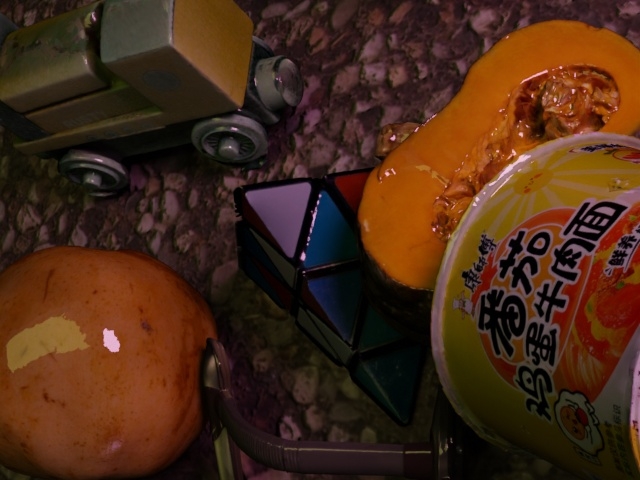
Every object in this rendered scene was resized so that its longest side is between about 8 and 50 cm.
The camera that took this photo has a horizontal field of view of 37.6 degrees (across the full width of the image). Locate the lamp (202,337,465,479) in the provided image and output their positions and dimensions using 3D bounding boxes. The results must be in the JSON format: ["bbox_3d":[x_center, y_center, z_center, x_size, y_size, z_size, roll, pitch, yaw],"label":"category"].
[{"bbox_3d":[0.003,0.214,0.850,0.283,0.203,0.124,5,27,22],"label":"lamp"}]

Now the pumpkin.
[{"bbox_3d":[0.151,-0.052,0.828,0.221,0.139,0.317,29,72,33],"label":"pumpkin"}]

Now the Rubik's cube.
[{"bbox_3d":[0.000,0.000,0.985,0.234,0.284,0.250,-8,37,52],"label":"Rubik's cube"}]

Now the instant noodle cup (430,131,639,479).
[{"bbox_3d":[0.230,0.061,0.627,0.264,0.264,0.200,-57,21,-2],"label":"instant noodle cup"}]

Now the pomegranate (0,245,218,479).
[{"bbox_3d":[-0.233,0.133,0.956,0.264,0.264,0.264,-13,63,27],"label":"pomegranate"}]

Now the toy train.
[{"bbox_3d":[-0.226,-0.181,1.095,0.396,0.253,0.160,-8,64,28],"label":"toy train"}]
